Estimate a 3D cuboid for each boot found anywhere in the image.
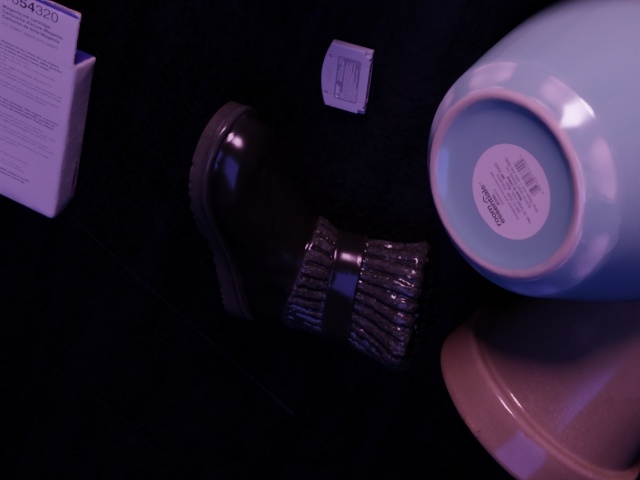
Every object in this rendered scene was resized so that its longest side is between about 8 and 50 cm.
[{"bbox_3d":[0.002,-0.002,1.343,0.260,0.131,0.348,16,143,23],"label":"boot"}]

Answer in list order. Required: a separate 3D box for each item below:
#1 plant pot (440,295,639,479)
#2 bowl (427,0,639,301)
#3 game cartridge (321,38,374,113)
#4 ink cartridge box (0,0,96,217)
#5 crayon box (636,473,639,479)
[{"bbox_3d":[0.302,0.132,1.257,0.263,0.263,0.229,38,117,-7],"label":"plant pot"},{"bbox_3d":[0.221,-0.070,1.072,0.311,0.163,0.312,21,119,43],"label":"bowl"},{"bbox_3d":[0.029,-0.183,1.263,0.056,0.017,0.083,16,132,9],"label":"game cartridge"},{"bbox_3d":[-0.445,-0.223,1.423,0.324,0.071,0.330,26,131,5],"label":"ink cartridge box"},{"bbox_3d":[0.554,0.382,1.421,0.363,0.106,0.313,35,135,-5],"label":"crayon box"}]
